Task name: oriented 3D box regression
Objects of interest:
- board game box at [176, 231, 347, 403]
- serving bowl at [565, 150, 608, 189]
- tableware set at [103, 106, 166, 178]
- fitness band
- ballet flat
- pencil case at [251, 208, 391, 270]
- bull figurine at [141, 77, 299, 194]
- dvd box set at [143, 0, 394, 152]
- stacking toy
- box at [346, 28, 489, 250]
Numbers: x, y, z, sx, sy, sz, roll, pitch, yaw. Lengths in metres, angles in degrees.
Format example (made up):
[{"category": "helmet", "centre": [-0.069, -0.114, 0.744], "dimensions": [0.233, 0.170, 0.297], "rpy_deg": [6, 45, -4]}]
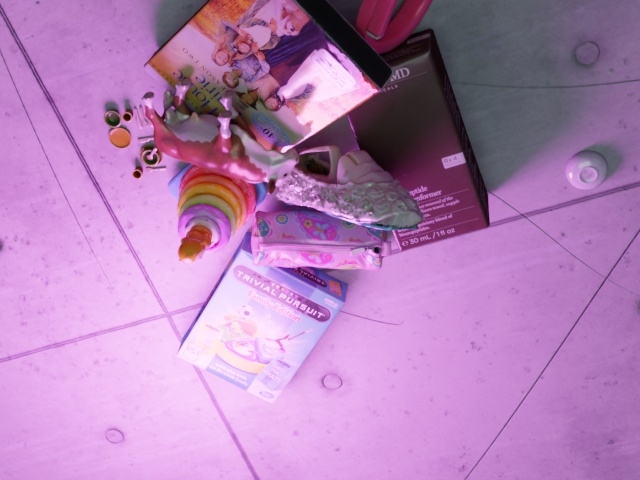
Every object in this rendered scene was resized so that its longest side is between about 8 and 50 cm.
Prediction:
[{"category": "board game box", "centre": [-0.133, 0.179, 2.093], "dimensions": [0.253, 0.079, 0.336], "rpy_deg": [28, 120, -10]}, {"category": "serving bowl", "centre": [0.526, -0.134, 1.862], "dimensions": [0.083, 0.027, 0.083], "rpy_deg": [3, 120, 6]}, {"category": "tableware set", "centre": [-0.383, -0.199, 1.934], "dimensions": [0.104, 0.024, 0.154], "rpy_deg": [-6, 120, 10]}, {"category": "fitness band", "centre": [0.154, -0.445, 1.615], "dimensions": [0.054, 0.209, 0.291], "rpy_deg": [38, 131, 14]}, {"category": "ballet flat", "centre": [0.034, -0.110, 1.763], "dimensions": [0.147, 0.409, 0.147], "rpy_deg": [-8, 104, -34]}, {"category": "pencil case", "centre": [0.000, 0.000, 1.934], "dimensions": [0.284, 0.124, 0.124], "rpy_deg": [3, 121, -3]}, {"category": "bull figurine", "centre": [-0.194, -0.194, 1.769], "dimensions": [0.310, 0.101, 0.188], "rpy_deg": [13, 139, 24]}, {"category": "dvd box set", "centre": [-0.109, -0.310, 1.705], "dimensions": [0.307, 0.062, 0.420], "rpy_deg": [44, 144, -17]}, {"category": "stacking toy", "centre": [-0.221, -0.040, 1.845], "dimensions": [0.175, 0.302, 0.166], "rpy_deg": [-36, 110, 23]}, {"category": "box", "centre": [0.183, -0.186, 1.810], "dimensions": [0.191, 0.143, 0.382], "rpy_deg": [-16, 115, 17]}]
